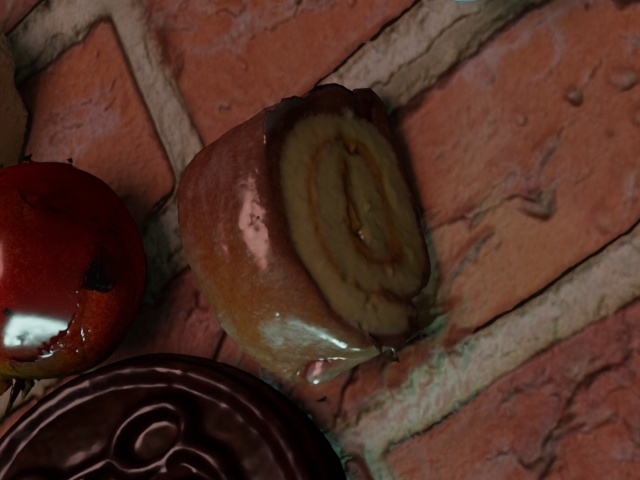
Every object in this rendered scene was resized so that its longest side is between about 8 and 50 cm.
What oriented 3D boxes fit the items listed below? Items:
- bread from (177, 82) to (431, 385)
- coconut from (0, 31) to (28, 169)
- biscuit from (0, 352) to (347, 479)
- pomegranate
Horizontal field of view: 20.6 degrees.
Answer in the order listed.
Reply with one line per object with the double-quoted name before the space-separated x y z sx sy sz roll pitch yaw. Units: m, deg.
"bread" -0.009 0.002 1.472 0.123 0.190 0.244 -30 73 46
"coconut" -0.436 -0.143 1.786 0.245 0.233 0.233 22 100 28
"biscuit" -0.159 0.293 1.539 0.407 0.091 0.407 -8 68 20
"pomegranate" -0.270 0.039 1.645 0.210 0.210 0.235 41 114 32
